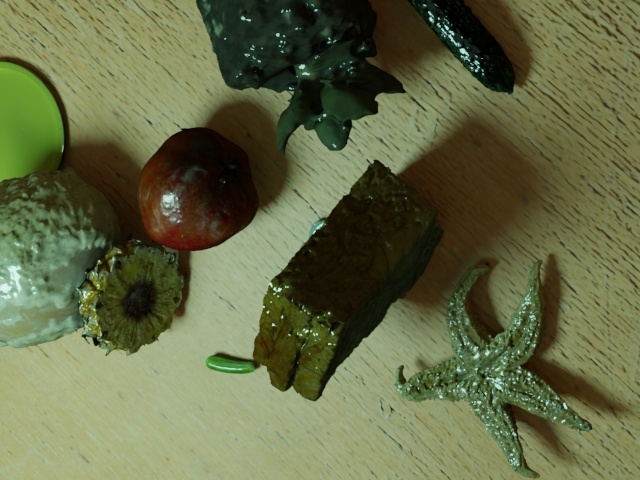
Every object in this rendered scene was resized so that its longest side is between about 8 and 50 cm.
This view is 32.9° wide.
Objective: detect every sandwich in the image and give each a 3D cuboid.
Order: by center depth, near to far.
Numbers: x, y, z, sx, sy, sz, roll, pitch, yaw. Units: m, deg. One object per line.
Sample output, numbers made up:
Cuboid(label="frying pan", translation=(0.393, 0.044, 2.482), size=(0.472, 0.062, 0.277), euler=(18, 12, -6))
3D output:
Cuboid(label="sandwich", translation=(0.050, 0.047, 1.516), size=(0.131, 0.325, 0.262), euler=(34, 149, 12))

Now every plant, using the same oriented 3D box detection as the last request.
Cuboid(label="plant", translation=(-0.026, -0.275, 1.505), size=(0.215, 0.213, 0.312), euler=(-28, 94, 22))

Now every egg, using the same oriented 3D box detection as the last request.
Cuboid(label="egg", translation=(-0.461, 0.033, 1.746), size=(0.279, 0.279, 0.310), euler=(43, 90, 8))

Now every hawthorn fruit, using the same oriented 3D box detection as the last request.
Cuboid(label="hawthorn fruit", translation=(-0.197, -0.068, 1.661), size=(0.202, 0.185, 0.185), euler=(-32, 90, 44))

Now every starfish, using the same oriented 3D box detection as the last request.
Cuboid(label="starfish", translation=(0.268, 0.193, 1.584), size=(0.299, 0.060, 0.302), euler=(-40, 80, 20))

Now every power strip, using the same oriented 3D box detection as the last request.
Cuboid(label="power strip", translation=(0.000, 0.000, 1.662), size=(0.083, 0.035, 0.055), euler=(-41, 86, 24))

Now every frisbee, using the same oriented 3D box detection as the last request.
Cuboid(label="frisbee", translation=(-0.531, -0.188, 1.848), size=(0.236, 0.017, 0.236), euler=(6, 105, 22))

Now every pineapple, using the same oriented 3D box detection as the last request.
Cuboid(label="pineapple", translation=(-0.294, 0.094, 1.723), size=(0.047, 0.221, 0.221), euler=(22, 113, 39))

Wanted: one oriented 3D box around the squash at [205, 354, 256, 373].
Cuboid(label="squash", translation=(-0.147, 0.206, 1.782), size=(0.089, 0.027, 0.027), euler=(9, 107, 17))

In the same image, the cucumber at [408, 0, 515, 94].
Cuboid(label="cucumber", translation=(0.185, -0.297, 1.488), size=(0.067, 0.067, 0.245), euler=(-41, 84, 26))
